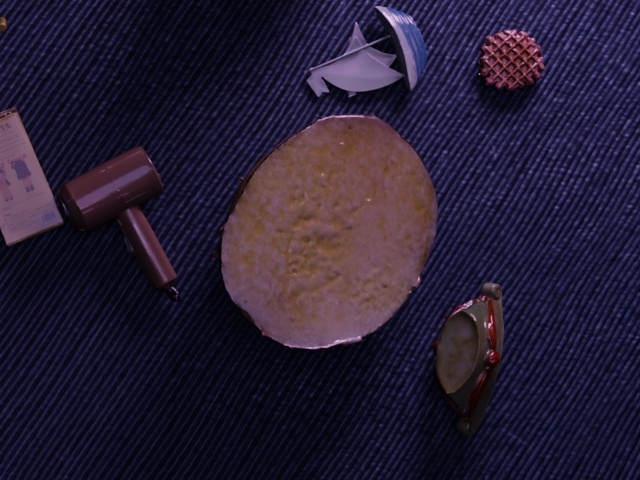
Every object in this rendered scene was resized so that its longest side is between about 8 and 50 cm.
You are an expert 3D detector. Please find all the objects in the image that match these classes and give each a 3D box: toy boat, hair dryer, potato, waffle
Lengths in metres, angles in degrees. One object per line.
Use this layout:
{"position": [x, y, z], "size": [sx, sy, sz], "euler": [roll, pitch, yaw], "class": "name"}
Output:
{"position": [0.066, -0.211, 1.879], "size": [0.105, 0.034, 0.149], "euler": [45, 79, 0], "class": "toy boat"}
{"position": [0.177, 0.136, 1.846], "size": [0.089, 0.071, 0.185], "euler": [7, 81, 34], "class": "toy boat"}
{"position": [-0.214, -0.006, 1.807], "size": [0.117, 0.064, 0.181], "euler": [-29, 95, -10], "class": "hair dryer"}
{"position": [0.000, 0.000, 1.811], "size": [0.239, 0.116, 0.299], "euler": [42, 69, -9], "class": "potato"}
{"position": [0.231, -0.219, 1.909], "size": [0.083, 0.029, 0.075], "euler": [-6, 85, -7], "class": "waffle"}

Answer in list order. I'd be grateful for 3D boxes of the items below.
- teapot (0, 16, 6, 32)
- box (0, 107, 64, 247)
{"position": [-0.422, -0.299, 1.778], "size": [0.119, 0.130, 0.165], "euler": [-22, 120, 4], "class": "teapot"}
{"position": [-0.357, -0.073, 1.808], "size": [0.073, 0.020, 0.149], "euler": [-22, 88, -9], "class": "box"}
